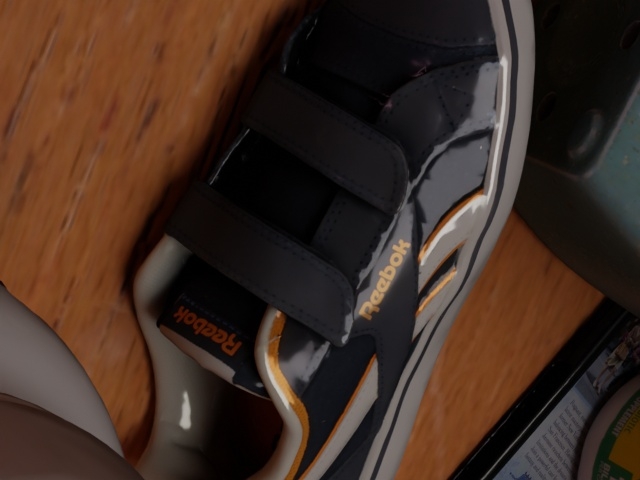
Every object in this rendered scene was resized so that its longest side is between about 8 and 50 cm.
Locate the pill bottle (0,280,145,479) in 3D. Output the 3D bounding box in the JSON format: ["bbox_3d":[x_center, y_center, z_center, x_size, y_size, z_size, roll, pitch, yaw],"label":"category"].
[{"bbox_3d":[-0.198,0.077,0.597,0.224,0.392,0.224,-17,120,-32],"label":"pill bottle"}]

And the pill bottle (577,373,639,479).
[{"bbox_3d":[0.253,0.158,1.082,0.118,0.208,0.117,-16,119,-32],"label":"pill bottle"}]

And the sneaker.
[{"bbox_3d":[0.000,0.000,0.897,0.127,0.126,0.321,-1,112,-44],"label":"sneaker"}]

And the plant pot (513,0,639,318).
[{"bbox_3d":[0.233,-0.056,0.985,0.252,0.248,0.247,27,93,-22],"label":"plant pot"}]

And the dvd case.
[{"bbox_3d":[0.146,0.166,1.158,0.253,0.022,0.180,-47,130,-11],"label":"dvd case"}]
